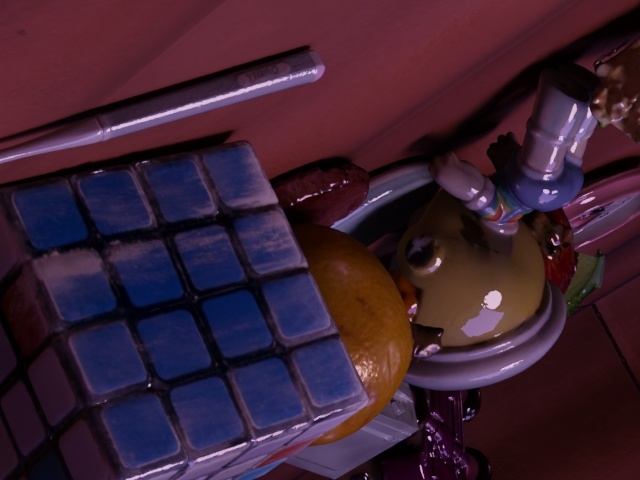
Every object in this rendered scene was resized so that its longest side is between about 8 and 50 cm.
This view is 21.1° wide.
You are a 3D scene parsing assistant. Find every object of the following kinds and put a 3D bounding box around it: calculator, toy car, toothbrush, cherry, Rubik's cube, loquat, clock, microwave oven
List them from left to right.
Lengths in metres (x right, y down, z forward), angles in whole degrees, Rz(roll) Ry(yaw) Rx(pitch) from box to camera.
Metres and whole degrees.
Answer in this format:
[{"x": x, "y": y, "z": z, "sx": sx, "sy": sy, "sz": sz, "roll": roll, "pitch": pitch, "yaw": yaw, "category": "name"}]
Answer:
[{"x": -0.162, "y": 0.098, "z": 1.414, "sx": 0.259, "sy": 0.256, "sz": 0.253, "roll": -16, "pitch": 164, "yaw": -38, "category": "Rubik's cube"}, {"x": -0.139, "y": -0.090, "z": 1.243, "sx": 0.342, "sy": 0.025, "sz": 0.030, "roll": -18, "pitch": 162, "yaw": -32, "category": "toothbrush"}, {"x": -0.001, "y": 0.092, "z": 1.634, "sx": 0.246, "sy": 0.213, "sz": 0.213, "roll": 5, "pitch": 157, "yaw": -16, "category": "loquat"}, {"x": 0.000, "y": 0.000, "z": 1.847, "sx": 0.295, "sy": 0.042, "sz": 0.184, "roll": -30, "pitch": 167, "yaw": 8, "category": "calculator"}, {"x": 0.009, "y": 0.155, "z": 2.055, "sx": 0.162, "sy": 0.208, "sz": 0.122, "roll": -34, "pitch": 139, "yaw": 29, "category": "microwave oven"}, {"x": 0.067, "y": 0.220, "z": 2.219, "sx": 0.240, "sy": 0.340, "sz": 0.271, "roll": -13, "pitch": 146, "yaw": 19, "category": "toy car"}, {"x": 0.199, "y": 0.024, "z": 2.083, "sx": 0.250, "sy": 0.175, "sz": 0.192, "roll": -21, "pitch": -156, "yaw": 52, "category": "cherry"}, {"x": 0.364, "y": -0.039, "z": 2.416, "sx": 0.244, "sy": 0.056, "sz": 0.244, "roll": -22, "pitch": 165, "yaw": -6, "category": "clock"}]

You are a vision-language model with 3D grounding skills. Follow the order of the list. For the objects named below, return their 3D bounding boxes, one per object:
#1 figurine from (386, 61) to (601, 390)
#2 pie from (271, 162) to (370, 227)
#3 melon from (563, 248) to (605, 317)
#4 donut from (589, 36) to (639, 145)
[{"x": 0.182, "y": 0.002, "z": 1.775, "sx": 0.224, "sy": 0.205, "sz": 0.382, "roll": -36, "pitch": 156, "yaw": -42, "category": "figurine"}, {"x": -0.020, "y": -0.034, "z": 1.683, "sx": 0.154, "sy": 0.036, "sz": 0.154, "roll": -24, "pitch": 167, "yaw": -6, "category": "pie"}, {"x": 0.247, "y": 0.099, "z": 2.402, "sx": 0.323, "sy": 0.124, "sz": 0.196, "roll": -11, "pitch": -178, "yaw": 21, "category": "melon"}, {"x": 0.438, "y": -0.216, "z": 1.606, "sx": 0.307, "sy": 0.150, "sz": 0.371, "roll": -24, "pitch": 163, "yaw": -33, "category": "donut"}]
